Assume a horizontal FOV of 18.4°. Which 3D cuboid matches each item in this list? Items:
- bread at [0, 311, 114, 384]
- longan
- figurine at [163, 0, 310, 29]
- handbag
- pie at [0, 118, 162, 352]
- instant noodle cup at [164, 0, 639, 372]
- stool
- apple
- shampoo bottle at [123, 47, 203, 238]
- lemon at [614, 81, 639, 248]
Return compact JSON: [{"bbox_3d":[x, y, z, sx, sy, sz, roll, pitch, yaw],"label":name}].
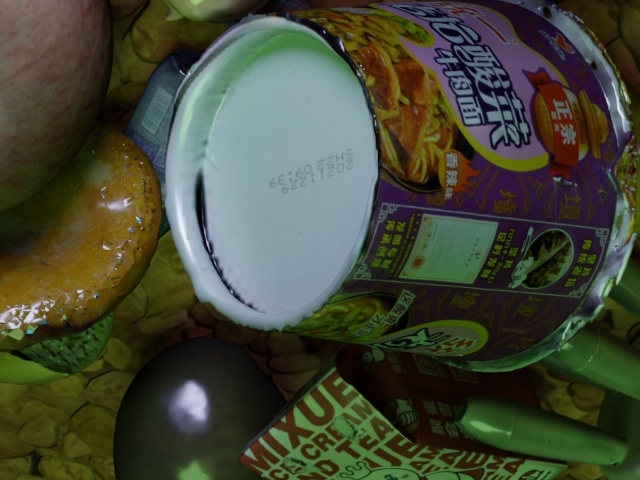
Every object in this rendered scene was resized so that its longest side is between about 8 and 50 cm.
[{"bbox_3d":[-0.338,0.039,1.905,0.260,0.158,0.156,39,144,-19],"label":"bread"},{"bbox_3d":[-0.115,0.204,1.991,0.198,0.198,0.212,0,129,5],"label":"longan"},{"bbox_3d":[-0.062,-0.219,1.680,0.114,0.108,0.196,-16,156,24],"label":"figurine"},{"bbox_3d":[0.075,0.197,1.927,0.298,0.151,0.171,11,135,-38],"label":"handbag"},{"bbox_3d":[-0.269,-0.005,1.774,0.273,0.273,0.069,-4,141,8],"label":"pie"},{"bbox_3d":[0.052,-0.055,1.601,0.266,0.340,0.340,2,142,-45],"label":"instant noodle cup"},{"bbox_3d":[0.254,0.115,1.875,0.198,0.195,0.195,24,132,-14],"label":"stool"},{"bbox_3d":[-0.336,-0.162,1.646,0.344,0.269,0.345,2,129,3],"label":"apple"},{"bbox_3d":[-0.149,-0.074,1.845,0.087,0.049,0.234,25,128,-7],"label":"shampoo bottle"},{"bbox_3d":[0.211,-0.062,1.747,0.207,0.170,0.170,-5,130,20],"label":"lemon"}]
